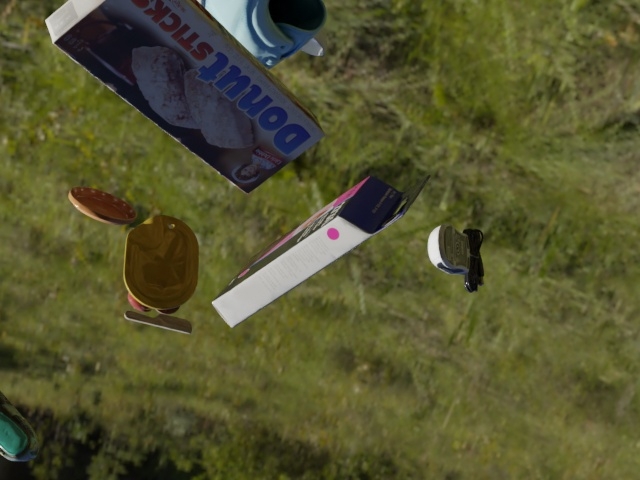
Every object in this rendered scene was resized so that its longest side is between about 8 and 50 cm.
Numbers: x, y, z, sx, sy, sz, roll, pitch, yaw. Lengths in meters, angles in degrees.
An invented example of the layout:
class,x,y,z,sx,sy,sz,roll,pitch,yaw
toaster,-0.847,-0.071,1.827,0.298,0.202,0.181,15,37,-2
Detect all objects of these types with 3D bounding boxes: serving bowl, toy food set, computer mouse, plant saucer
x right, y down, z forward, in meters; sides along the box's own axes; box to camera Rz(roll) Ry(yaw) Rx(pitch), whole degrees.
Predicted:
class,x,y,z,sx,sy,sz,roll,pitch,yaw
serving bowl,-0.025,-0.265,1.372,0.083,0.027,0.083,29,172,4
toy food set,-0.279,0.066,1.899,0.128,0.071,0.218,8,-119,-14
computer mouse,0.202,0.017,1.685,0.042,0.106,0.193,-5,166,27
plant saucer,-0.260,-0.040,1.310,0.083,0.013,0.083,22,-164,-7

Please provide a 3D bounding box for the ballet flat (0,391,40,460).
class,x,y,z,sx,sy,sz,roll,pitch,yaw
ballet flat,-0.465,0.248,1.566,0.188,0.070,0.070,44,-144,25

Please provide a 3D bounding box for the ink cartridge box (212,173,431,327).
class,x,y,z,sx,sy,sz,roll,pitch,yaw
ink cartridge box,0.000,0.000,1.756,0.069,0.371,0.176,54,-150,-9

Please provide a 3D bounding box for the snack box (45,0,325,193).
class,x,y,z,sx,sy,sz,roll,pitch,yaw
snack box,-0.068,-0.088,0.613,0.178,0.064,0.022,38,-161,-51

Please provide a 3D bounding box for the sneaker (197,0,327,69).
class,x,y,z,sx,sy,sz,roll,pitch,yaw
sneaker,-0.073,-0.228,1.226,0.150,0.366,0.135,20,-114,9
